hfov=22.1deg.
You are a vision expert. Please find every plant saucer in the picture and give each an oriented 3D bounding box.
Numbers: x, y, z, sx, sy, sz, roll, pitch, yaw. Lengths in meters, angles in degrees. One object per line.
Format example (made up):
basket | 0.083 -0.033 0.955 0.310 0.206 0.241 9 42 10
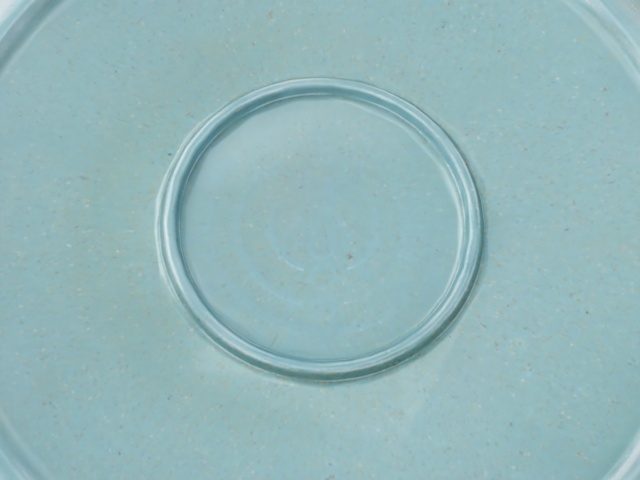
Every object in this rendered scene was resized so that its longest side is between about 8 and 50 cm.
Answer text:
plant saucer | 0.000 0.000 0.534 0.317 0.044 0.318 1 69 -2
